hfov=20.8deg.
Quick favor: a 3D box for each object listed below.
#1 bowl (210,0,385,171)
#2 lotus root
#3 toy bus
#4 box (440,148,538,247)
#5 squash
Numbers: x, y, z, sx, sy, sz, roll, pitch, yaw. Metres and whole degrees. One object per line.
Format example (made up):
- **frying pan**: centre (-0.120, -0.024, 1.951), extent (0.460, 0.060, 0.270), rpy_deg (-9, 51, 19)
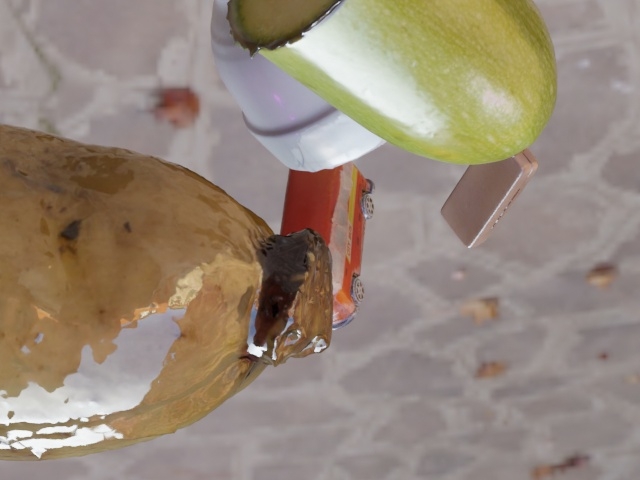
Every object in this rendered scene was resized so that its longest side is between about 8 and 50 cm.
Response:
- **bowl**: centre (0.018, -0.207, 1.351), extent (0.144, 0.287, 0.287), rpy_deg (39, 134, -25)
- **lotus root**: centre (-0.125, 0.022, 0.715), extent (0.257, 0.140, 0.154), rpy_deg (6, 178, 17)
- **toy bus**: centre (0.000, 0.000, 1.677), extent (0.079, 0.174, 0.077), rpy_deg (-9, 142, 23)
- **box**: centre (0.141, -0.043, 1.456), extent (0.025, 0.048, 0.115), rpy_deg (-20, 154, -35)
- **squash**: centre (0.052, -0.102, 0.883), extent (0.123, 0.123, 0.187), rpy_deg (-26, 133, 36)
